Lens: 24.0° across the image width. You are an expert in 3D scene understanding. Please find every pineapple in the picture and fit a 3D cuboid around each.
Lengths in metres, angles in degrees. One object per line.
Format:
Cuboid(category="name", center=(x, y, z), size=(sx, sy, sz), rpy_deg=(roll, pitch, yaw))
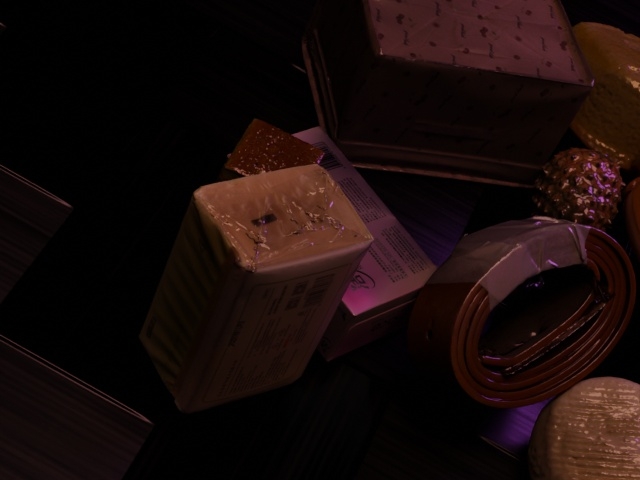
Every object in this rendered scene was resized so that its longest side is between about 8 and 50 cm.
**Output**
Cuboid(category="pineapple", center=(0.299, 0.001, 1.826), size=(0.125, 0.125, 0.251), rpy_deg=(27, 50, -2))

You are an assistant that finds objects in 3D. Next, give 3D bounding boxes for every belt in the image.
Cuboid(category="belt", center=(0.218, 0.075, 1.645), size=(0.261, 0.105, 0.184), rpy_deg=(-33, 107, -22))

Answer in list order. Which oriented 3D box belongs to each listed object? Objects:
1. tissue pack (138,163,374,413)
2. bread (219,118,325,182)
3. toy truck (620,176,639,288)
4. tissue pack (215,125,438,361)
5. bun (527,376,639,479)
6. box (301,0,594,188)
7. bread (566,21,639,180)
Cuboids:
Cuboid(category="tissue pack", center=(-0.068, 0.048, 1.513), size=(0.159, 0.234, 0.125), rpy_deg=(-15, 57, -35))
Cuboid(category="bread", center=(-0.053, -0.081, 1.645), size=(0.090, 0.035, 0.094), rpy_deg=(27, 46, 1))
Cuboid(category="toy truck", center=(0.518, 0.002, 1.848), size=(0.288, 0.211, 0.204), rpy_deg=(24, 42, -26))
Cuboid(category="tissue pack", center=(0.000, 0.000, 1.689), size=(0.148, 0.092, 0.246), rpy_deg=(-20, 62, -38))
Cuboid(category="bun", center=(0.306, 0.240, 1.622), size=(0.164, 0.111, 0.188), rpy_deg=(2, 48, 1))
Cuboid(category="box", center=(0.156, -0.221, 1.896), size=(0.297, 0.190, 0.225), rpy_deg=(6, 47, -22))
Cuboid(category="bread", center=(0.412, -0.174, 1.989), size=(0.269, 0.148, 0.270), rpy_deg=(24, 26, -13))
